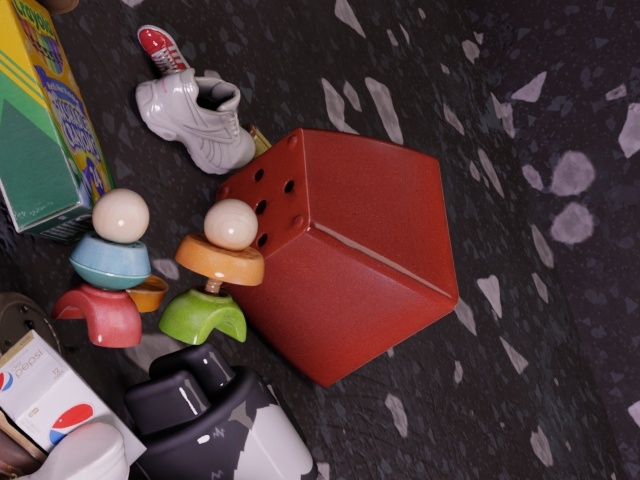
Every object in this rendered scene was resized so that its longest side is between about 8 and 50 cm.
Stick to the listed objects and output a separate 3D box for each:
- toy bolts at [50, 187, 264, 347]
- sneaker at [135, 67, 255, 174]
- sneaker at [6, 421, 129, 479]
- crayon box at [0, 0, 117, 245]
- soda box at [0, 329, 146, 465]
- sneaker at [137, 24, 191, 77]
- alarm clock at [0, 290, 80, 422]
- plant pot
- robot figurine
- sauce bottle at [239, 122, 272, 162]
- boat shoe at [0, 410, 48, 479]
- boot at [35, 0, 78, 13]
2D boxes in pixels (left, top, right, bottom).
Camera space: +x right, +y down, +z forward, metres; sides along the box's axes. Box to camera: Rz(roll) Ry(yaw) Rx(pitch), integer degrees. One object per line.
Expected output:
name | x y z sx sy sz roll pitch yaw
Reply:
toy bolts | -0.195 0.012 1.685 0.228 0.218 0.158 -1 109 -53
sneaker | -0.144 -0.165 2.109 0.232 0.115 0.090 29 43 -54
sneaker | -0.263 0.263 1.436 0.212 0.080 0.094 -30 128 -29
crayon box | -0.327 -0.164 1.699 0.203 0.083 0.323 31 36 -83
soda box | -0.251 0.173 1.515 0.069 0.074 0.216 41 -11 29
sneaker | -0.214 -0.241 2.128 0.118 0.042 0.067 50 25 -36
alarm clock | -0.323 0.114 1.547 0.192 0.064 0.129 10 59 -58
plant pot | 0.000 0.000 2.113 0.235 0.267 0.267 28 42 -35
robot figurine | -0.101 0.252 1.729 0.278 0.209 0.173 59 -15 -14
sauce bottle | -0.081 -0.120 2.291 0.128 0.042 0.042 51 28 -33
boat shoe | -0.313 0.210 1.477 0.207 0.073 0.073 48 68 -29
boot | -0.371 -0.384 1.906 0.197 0.073 0.152 44 27 -45
